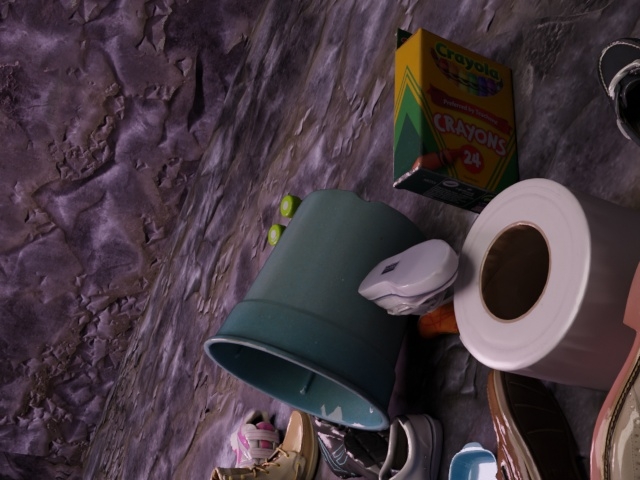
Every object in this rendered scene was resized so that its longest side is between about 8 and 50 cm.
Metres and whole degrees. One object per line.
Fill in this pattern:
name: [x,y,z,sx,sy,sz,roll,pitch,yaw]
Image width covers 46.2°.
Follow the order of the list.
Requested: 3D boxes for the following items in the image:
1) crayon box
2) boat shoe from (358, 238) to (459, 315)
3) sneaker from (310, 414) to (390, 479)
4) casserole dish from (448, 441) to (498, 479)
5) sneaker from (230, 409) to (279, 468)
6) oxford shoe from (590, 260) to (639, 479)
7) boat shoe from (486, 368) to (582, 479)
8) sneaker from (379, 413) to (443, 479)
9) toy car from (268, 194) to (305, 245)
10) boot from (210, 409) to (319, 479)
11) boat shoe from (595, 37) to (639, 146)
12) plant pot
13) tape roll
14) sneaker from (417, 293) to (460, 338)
crayon box: [0.223,-0.216,1.253,0.081,0.202,0.318,-36,46,53]
boat shoe: [0.143,0.063,1.086,0.095,0.084,0.258,-51,9,-15]
sneaker: [0.069,0.392,1.387,0.267,0.101,0.106,-158,62,-64]
casserole dish: [0.232,0.389,1.082,0.114,0.037,0.188,-32,48,55]
sneaker: [-0.145,0.484,1.739,0.111,0.103,0.252,-68,26,18]
oxford shoe: [0.384,0.185,0.767,0.147,0.141,0.396,3,81,56]
boat shoe: [0.269,0.297,0.968,0.104,0.111,0.307,-55,31,35]
sneaker: [0.134,0.407,1.209,0.094,0.091,0.258,-29,51,57]
toy car: [0.000,0.000,1.674,0.188,0.155,0.148,48,120,50]
boot: [-0.119,0.474,1.567,0.095,0.204,0.261,0,78,64]
boat shoe: [0.422,-0.182,0.946,0.114,0.091,0.302,-60,28,28]
plant pot: [0.019,0.111,1.331,0.341,0.341,0.334,-21,41,60]
tape roll: [0.309,0.059,0.954,0.246,0.169,0.246,-42,40,49]
sneaker: [0.216,0.132,1.236,0.175,0.064,0.067,-45,48,52]
